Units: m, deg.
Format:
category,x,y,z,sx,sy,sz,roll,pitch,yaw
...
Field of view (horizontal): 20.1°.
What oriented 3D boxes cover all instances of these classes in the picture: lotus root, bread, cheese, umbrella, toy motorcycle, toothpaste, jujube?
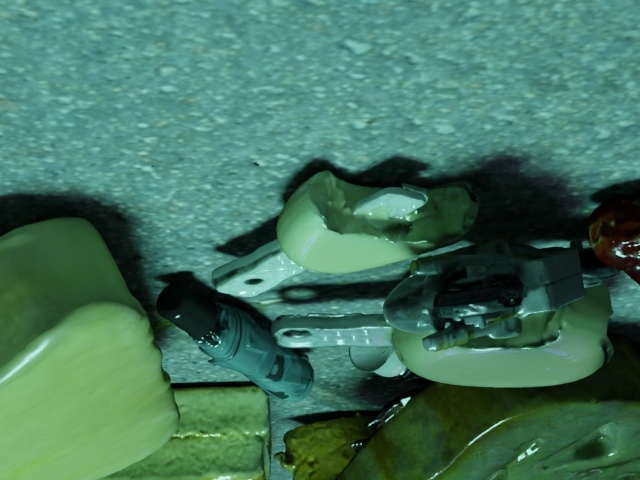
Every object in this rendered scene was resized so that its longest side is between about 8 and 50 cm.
category,x,y,z,sx,sy,sz,roll,pitch,yaw
lotus root,0.187,0.229,1.747,0.375,0.111,0.390,-14,145,-3
bread,-0.173,0.234,1.861,0.246,0.111,0.239,-1,157,-1
cheese,0.101,0.075,1.524,0.286,0.082,0.163,-2,157,2
cheese,-0.298,0.143,1.467,0.384,0.104,0.384,-23,159,-9
umbrella,-0.074,0.092,1.588,0.052,0.053,0.250,-10,158,22
toy motorcycle,0.124,0.036,1.376,0.152,0.073,0.225,-8,-177,36
cheese,0.000,0.001,1.369,0.127,0.049,0.235,11,156,-35
bread,0.064,0.258,1.925,0.139,0.143,0.229,-26,153,25
toothpaste,0.099,0.112,1.675,0.071,0.045,0.193,-14,161,30
jujube,0.259,0.006,1.374,0.129,0.077,0.077,17,152,-28
